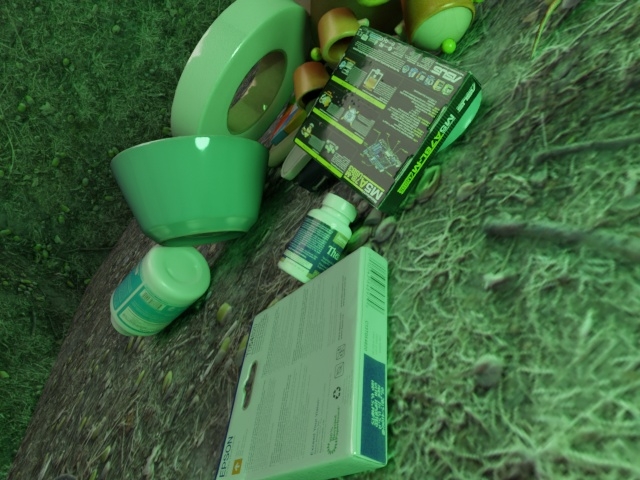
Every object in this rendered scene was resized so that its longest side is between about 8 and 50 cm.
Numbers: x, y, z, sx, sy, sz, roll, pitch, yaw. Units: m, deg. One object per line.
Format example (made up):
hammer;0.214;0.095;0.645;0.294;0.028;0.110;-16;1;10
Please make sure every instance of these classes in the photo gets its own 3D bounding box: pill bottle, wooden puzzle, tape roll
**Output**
pill bottle;-0.376;0.122;0.985;0.264;0.146;0.146;-37;33;33
wooden puzzle;-0.039;-0.304;1.002;0.221;0.044;0.238;-29;38;42
pill bottle;0.000;0.000;0.584;0.120;0.067;0.067;-59;27;-4
tape roll;-0.160;-0.330;0.935;0.392;0.072;0.392;-53;-4;-5

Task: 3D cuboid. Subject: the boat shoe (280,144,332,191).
boat shoe;0.038;-0.164;0.686;0.254;0.079;0.095;-42;33;32

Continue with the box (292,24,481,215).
box;0.072;-0.158;0.559;0.191;0.045;0.184;43;110;36

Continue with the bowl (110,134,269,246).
bowl;-0.245;-0.081;0.877;0.312;0.312;0.163;-17;80;52

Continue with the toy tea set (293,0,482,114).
toy tea set;0.083;-0.285;0.676;0.336;0.200;0.124;-37;67;61

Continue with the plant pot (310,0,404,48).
plant pot;0.077;-0.472;0.828;0.237;0.237;0.254;-69;13;-22

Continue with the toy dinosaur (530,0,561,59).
toy dinosaur;0.292;-0.286;0.417;0.211;0.064;0.112;-20;46;50

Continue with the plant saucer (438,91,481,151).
plant saucer;0.149;-0.162;0.563;0.119;0.021;0.119;-39;33;31

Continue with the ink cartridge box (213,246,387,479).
ink cartridge box;-0.018;0.145;0.482;0.224;0.045;0.223;-35;34;38

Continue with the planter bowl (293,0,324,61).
planter bowl;0.002;-0.503;1.049;0.162;0.162;0.109;-52;57;9

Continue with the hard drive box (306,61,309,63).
hard drive box;-0.063;-0.572;1.136;0.089;0.232;0.181;38;96;19
